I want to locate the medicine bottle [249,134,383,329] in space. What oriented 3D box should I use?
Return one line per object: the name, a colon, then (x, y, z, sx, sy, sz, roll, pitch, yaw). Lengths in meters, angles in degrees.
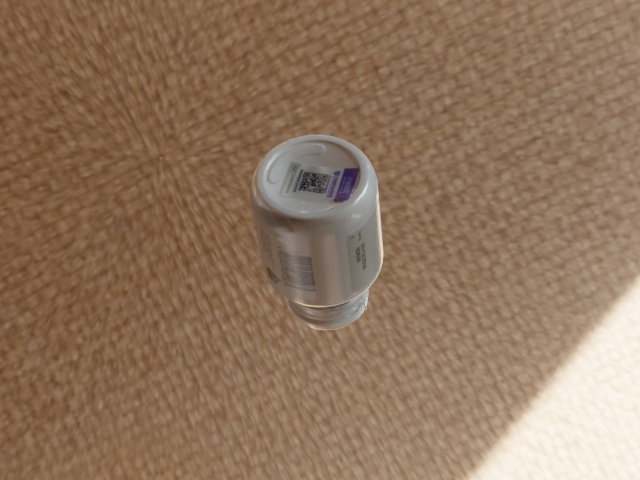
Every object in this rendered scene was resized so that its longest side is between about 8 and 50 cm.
medicine bottle: (0.000, 0.000, 1.502, 0.135, 0.215, 0.135, -3, 51, 3)
